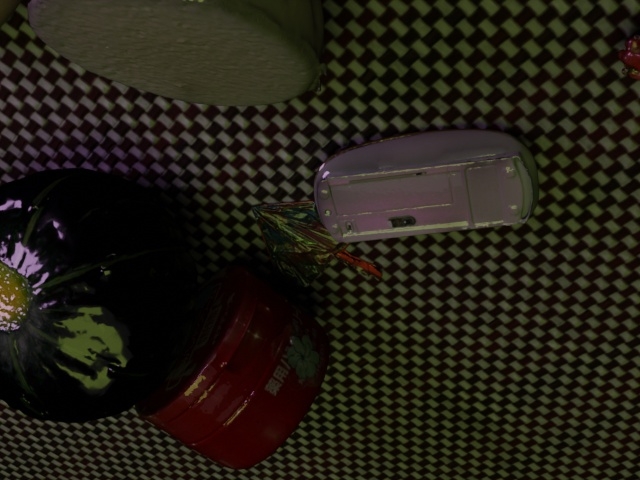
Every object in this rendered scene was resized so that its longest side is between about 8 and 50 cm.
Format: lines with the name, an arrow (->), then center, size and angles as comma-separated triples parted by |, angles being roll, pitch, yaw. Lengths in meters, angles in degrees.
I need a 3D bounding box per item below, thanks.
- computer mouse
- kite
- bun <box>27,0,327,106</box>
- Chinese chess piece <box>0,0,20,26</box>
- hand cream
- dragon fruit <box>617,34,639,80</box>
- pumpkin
computer mouse -> 0.115, -0.057, 0.898 | 0.245, 0.056, 0.126 | -7, 126, 14
kite -> 0.000, 0.000, 0.997 | 0.189, 0.009, 0.232 | 30, 128, -14
bun -> -0.115, -0.239, 0.729 | 0.263, 0.175, 0.263 | 7, 170, 1
Chinese chess piece -> -0.395, -0.300, 0.762 | 0.249, 0.103, 0.250 | 6, 129, 8
hand cream -> -0.109, 0.158, 1.010 | 0.230, 0.230, 0.149 | -34, 117, 31
dragon fruit -> 0.342, -0.176, 0.740 | 0.111, 0.153, 0.153 | 25, 139, 34
pumpkin -> -0.268, 0.061, 0.957 | 0.295, 0.296, 0.296 | 5, 130, 6
